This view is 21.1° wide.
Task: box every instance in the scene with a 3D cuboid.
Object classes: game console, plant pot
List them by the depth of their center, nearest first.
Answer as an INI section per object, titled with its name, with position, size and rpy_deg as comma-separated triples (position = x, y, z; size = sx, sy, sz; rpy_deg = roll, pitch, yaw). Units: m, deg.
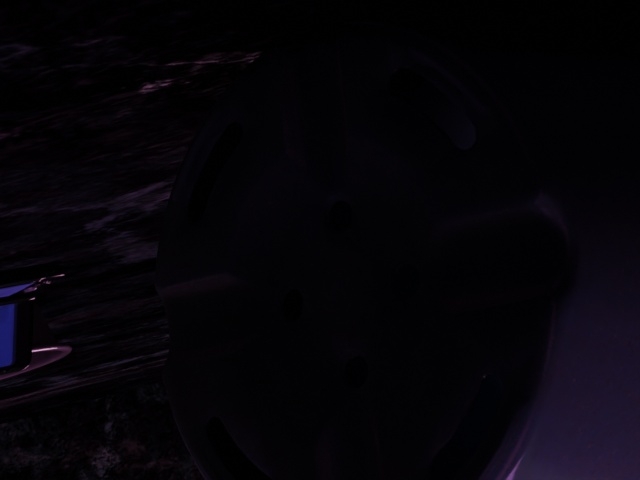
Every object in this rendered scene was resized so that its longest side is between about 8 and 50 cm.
[plant pot]
position = 0.117, 0.032, 0.894
size = 0.341, 0.341, 0.334
rpy_deg = -20, 165, 41
[game console]
position = -0.271, 0.071, 1.374
size = 0.122, 0.071, 0.107
rpy_deg = -11, 173, -37

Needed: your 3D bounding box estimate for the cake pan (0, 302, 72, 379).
[cake pan]
position = -0.378, 0.113, 1.583
size = 0.293, 0.054, 0.293
rpy_deg = -14, 174, -2
